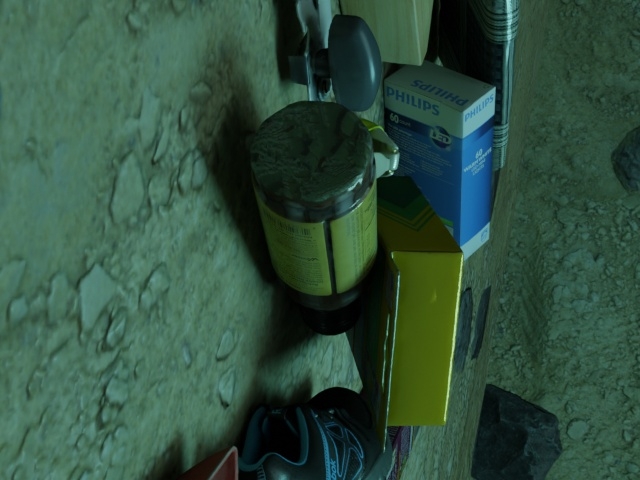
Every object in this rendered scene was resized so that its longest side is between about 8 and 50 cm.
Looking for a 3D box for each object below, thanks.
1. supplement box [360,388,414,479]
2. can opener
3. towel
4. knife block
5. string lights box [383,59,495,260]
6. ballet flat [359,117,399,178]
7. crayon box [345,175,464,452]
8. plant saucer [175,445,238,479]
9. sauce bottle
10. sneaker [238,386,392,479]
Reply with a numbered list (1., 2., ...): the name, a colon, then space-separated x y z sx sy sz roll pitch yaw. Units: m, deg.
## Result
1. supplement box: 0.074 0.305 1.423 0.188 0.081 0.104 -54 149 -56
2. can opener: 0.012 -0.249 0.901 0.076 0.095 0.283 -61 155 -49
3. towel: 0.220 -0.308 1.392 0.324 0.056 0.312 -102 -177 -48
4. knife block: 0.056 -0.322 1.019 0.242 0.088 0.275 -26 124 -68
5. string lights box: 0.163 -0.107 1.373 0.077 0.133 0.259 -37 140 -32
6. ballet flat: 0.047 -0.094 1.126 0.231 0.077 0.077 -28 125 -69
7. crayon box: 0.088 0.068 1.122 0.323 0.083 0.203 -106 -162 -69
8. plant saucer: -0.139 0.338 0.821 0.259 0.048 0.258 -48 144 -59
9. sauce bottle: 0.000 0.000 0.969 0.344 0.111 0.111 86 19 -63
10. sneaker: -0.006 0.219 1.054 0.341 0.125 0.139 -55 131 -71
